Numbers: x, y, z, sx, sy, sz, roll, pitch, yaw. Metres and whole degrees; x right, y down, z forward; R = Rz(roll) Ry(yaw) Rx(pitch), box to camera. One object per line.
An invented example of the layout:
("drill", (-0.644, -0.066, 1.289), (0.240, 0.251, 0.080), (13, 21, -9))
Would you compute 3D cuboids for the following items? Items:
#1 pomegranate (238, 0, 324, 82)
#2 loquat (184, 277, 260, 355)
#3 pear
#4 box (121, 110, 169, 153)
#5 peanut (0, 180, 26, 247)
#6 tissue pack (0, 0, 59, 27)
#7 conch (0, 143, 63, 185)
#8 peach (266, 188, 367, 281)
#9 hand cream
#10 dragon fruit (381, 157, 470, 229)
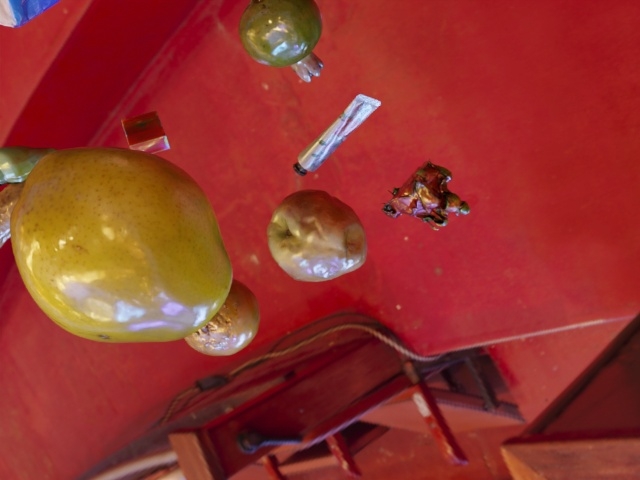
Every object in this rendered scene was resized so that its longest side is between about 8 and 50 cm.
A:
("pomegranate", (-0.069, -0.428, 1.632), (0.210, 0.179, 0.179), (50, 142, -8))
("loquat", (-0.283, 0.212, 2.188), (0.235, 0.235, 0.235), (25, 129, 36))
("pear", (-0.357, 0.013, 1.427), (0.418, 0.362, 0.362), (39, 142, -10))
("box", (-0.515, -0.311, 2.292), (0.175, 0.112, 0.048), (-120, 15, -50))
("peanut", (-0.695, -0.050, 1.737), (0.095, 0.226, 0.108), (26, 156, 55))
("tissue pack", (-0.558, -0.527, 1.459), (0.209, 0.269, 0.137), (21, 141, 25))
("conch", (-0.618, -0.157, 1.581), (0.095, 0.201, 0.079), (14, 112, 27))
("peach", (0.000, 0.000, 1.769), (0.214, 0.236, 0.214), (-35, 45, 44))
("hand cream", (0.029, -0.224, 1.666), (0.234, 0.080, 0.050), (-43, 61, 28))
("dragon fruit", (0.189, -0.080, 1.451), (0.175, 0.142, 0.138), (40, 103, 25))
